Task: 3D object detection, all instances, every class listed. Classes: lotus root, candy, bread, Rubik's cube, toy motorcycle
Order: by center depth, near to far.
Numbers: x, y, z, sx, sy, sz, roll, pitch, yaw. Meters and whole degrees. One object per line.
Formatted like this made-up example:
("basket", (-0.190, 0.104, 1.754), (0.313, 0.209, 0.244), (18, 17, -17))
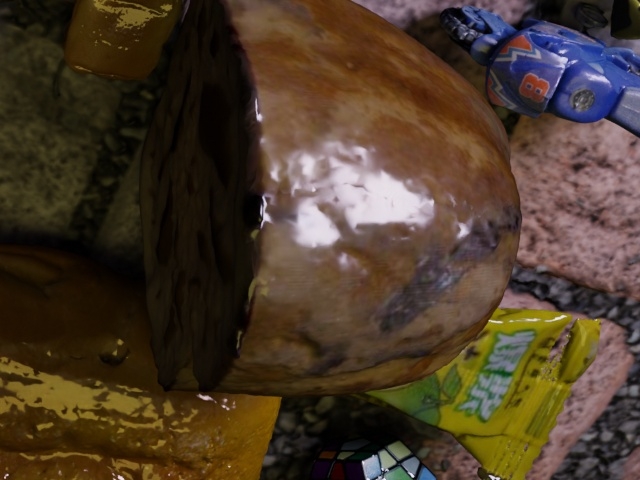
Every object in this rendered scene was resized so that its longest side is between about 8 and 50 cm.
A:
("lotus root", (0.000, 0.000, 1.060), (0.250, 0.316, 0.316), (12, 121, -21))
("bread", (-0.133, -0.173, 1.067), (0.074, 0.053, 0.132), (14, 123, -20))
("toy motorcycle", (0.186, -0.123, 1.129), (0.205, 0.114, 0.076), (15, 120, -20))
("bread", (-0.205, 0.180, 1.227), (0.328, 0.148, 0.337), (17, 121, -16))
("candy", (0.076, 0.092, 1.276), (0.297, 0.081, 0.187), (21, 118, -11))
("Rubik's cube", (0.043, 0.231, 1.349), (0.112, 0.133, 0.133), (-42, 126, -12))

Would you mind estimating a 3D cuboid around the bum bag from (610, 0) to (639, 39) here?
("bum bag", (0.324, -0.199, 1.134), (0.232, 0.060, 0.107), (-5, 123, -17))
